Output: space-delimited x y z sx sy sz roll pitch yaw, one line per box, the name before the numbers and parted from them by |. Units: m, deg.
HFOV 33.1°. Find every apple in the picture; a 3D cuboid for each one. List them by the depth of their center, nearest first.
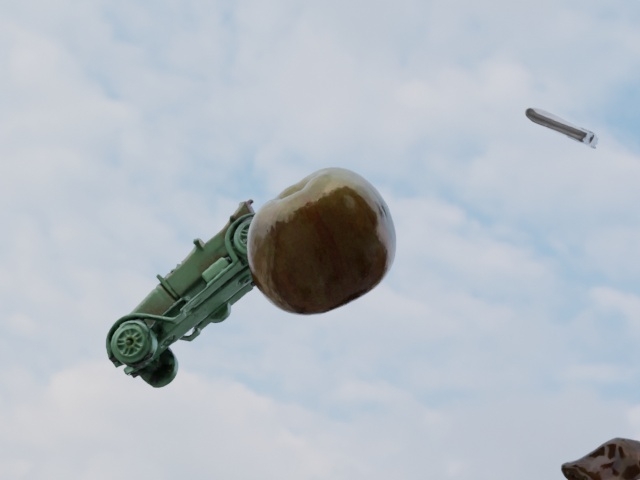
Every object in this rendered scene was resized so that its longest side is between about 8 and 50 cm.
apple | 0.000 0.000 0.586 0.084 0.084 0.071 -19 -82 35

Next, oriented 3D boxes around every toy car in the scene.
toy car | -0.083 0.037 0.728 0.054 0.143 0.073 48 -8 18

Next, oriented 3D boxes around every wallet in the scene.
wallet | 0.161 -0.075 0.712 0.044 0.011 0.083 27 10 17

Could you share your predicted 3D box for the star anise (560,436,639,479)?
star anise | 0.213 0.160 0.488 0.111 0.212 0.196 -34 -19 -9
